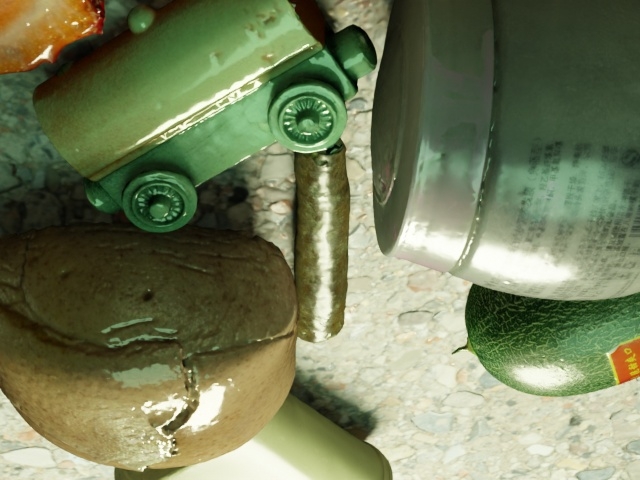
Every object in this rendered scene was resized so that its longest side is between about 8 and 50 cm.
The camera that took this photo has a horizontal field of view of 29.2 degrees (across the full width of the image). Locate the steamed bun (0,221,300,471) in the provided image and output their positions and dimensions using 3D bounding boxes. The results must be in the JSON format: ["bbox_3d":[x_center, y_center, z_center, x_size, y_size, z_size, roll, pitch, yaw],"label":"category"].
[{"bbox_3d":[-0.169,0.111,1.151,0.301,0.199,0.251,-2,159,-4],"label":"steamed bun"}]

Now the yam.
[{"bbox_3d":[0.000,0.000,1.209,0.061,0.061,0.274,-4,136,-6],"label":"yam"}]

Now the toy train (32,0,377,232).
[{"bbox_3d":[-0.101,-0.126,1.026,0.285,0.116,0.177,-27,122,20],"label":"toy train"}]

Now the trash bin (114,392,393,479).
[{"bbox_3d":[-0.076,0.276,1.446,0.243,0.121,0.247,-30,131,22],"label":"trash bin"}]

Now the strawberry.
[{"bbox_3d":[-0.243,-0.190,0.944,0.146,0.082,0.187,33,129,-30],"label":"strawberry"}]

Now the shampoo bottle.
[{"bbox_3d":[0.175,-0.091,0.982,0.266,0.273,0.273,7,136,-5],"label":"shampoo bottle"}]

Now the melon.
[{"bbox_3d":[0.264,0.059,1.223,0.287,0.182,0.182,-21,136,10],"label":"melon"}]
